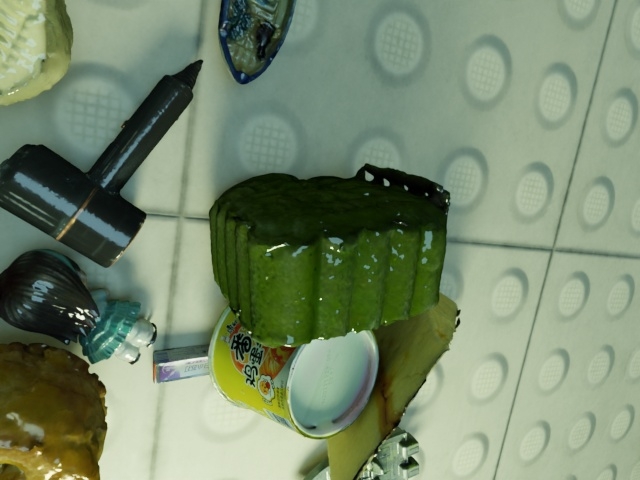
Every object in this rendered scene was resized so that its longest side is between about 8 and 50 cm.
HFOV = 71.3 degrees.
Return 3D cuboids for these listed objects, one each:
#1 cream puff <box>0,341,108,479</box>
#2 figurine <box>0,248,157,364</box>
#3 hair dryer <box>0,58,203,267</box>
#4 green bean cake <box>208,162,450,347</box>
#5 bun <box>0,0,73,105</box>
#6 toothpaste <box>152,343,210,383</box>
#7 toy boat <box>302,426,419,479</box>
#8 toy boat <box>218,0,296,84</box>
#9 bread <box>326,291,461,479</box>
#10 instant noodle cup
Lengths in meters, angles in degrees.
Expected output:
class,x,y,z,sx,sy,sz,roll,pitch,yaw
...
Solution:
class,x,y,z,sx,sy,sz,roll,pitch,yaw
cream puff,-0.448,0.304,0.620,0.327,0.231,0.343,-36,120,-12
figurine,-0.376,0.116,0.684,0.138,0.110,0.245,-48,126,-5
hair dryer,-0.299,-0.154,0.670,0.189,0.107,0.352,38,77,-27
green bean cake,0.000,0.000,0.711,0.319,0.335,0.218,-10,108,-29
bun,-0.432,-0.286,0.525,0.259,0.152,0.259,-5,111,-14
toothpaste,-0.209,0.222,0.830,0.196,0.040,0.047,-2,105,-27
toy boat,0.083,0.542,1.028,0.319,0.092,0.141,-11,106,-23
toy boat,-0.092,-0.370,0.695,0.114,0.115,0.262,16,96,-29
bread,0.178,0.286,0.885,0.242,0.405,0.346,36,98,-19
instant noodle cup,-0.037,0.207,0.789,0.264,0.200,0.265,-6,99,-40
